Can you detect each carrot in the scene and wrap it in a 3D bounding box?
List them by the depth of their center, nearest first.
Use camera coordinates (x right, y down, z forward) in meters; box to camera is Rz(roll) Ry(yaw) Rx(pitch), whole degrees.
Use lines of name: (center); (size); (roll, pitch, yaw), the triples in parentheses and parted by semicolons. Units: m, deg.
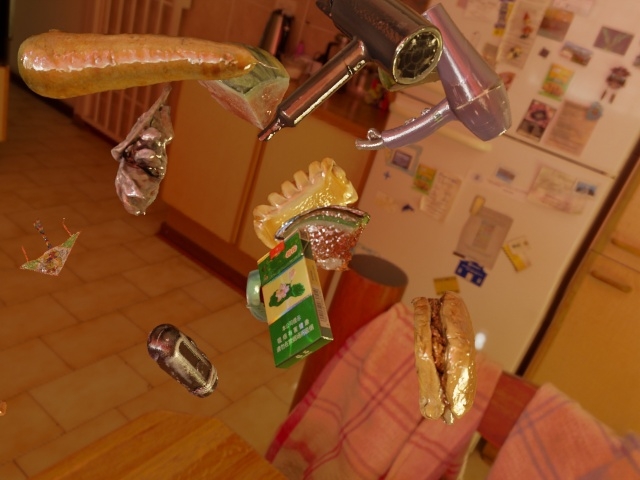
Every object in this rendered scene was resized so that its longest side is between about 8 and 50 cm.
carrot: (-0.193, -0.202, 0.626); (0.298, 0.078, 0.078); (1, 24, 5)

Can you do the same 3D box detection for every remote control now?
remote control: (-0.283, 0.272, 1.205); (0.066, 0.266, 0.090); (10, 57, 28)

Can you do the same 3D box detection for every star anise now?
star anise: (-0.458, -0.215, 1.404); (0.139, 0.316, 0.359); (20, 29, -21)

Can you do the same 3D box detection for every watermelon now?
watermelon: (-0.231, -0.420, 1.497); (0.213, 0.201, 0.262); (31, 36, 21)

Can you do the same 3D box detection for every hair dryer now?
hair dryer: (0.002, -0.227, 0.709); (0.195, 0.248, 0.078); (53, 4, 33)
hair dryer: (0.214, -0.307, 1.234); (0.301, 0.361, 0.121); (56, 32, -10)

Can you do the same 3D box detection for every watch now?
watch: (-0.191, 0.190, 1.932); (0.068, 0.195, 0.237); (-8, -5, -35)

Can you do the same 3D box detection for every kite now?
kite: (-0.748, 0.010, 1.513); (0.198, 0.006, 0.244); (-35, 55, -5)

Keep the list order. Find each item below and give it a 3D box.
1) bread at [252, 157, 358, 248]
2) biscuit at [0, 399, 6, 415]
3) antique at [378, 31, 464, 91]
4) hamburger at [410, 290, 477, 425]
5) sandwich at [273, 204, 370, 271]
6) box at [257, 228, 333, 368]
bread: (-0.057, -0.106, 1.590); (0.173, 0.311, 0.121); (56, -1, -33)
biscuit: (-0.915, 0.393, 1.343); (0.284, 0.306, 0.043); (22, 57, -16)
antique: (0.237, -0.410, 1.271); (0.221, 0.080, 0.081); (-20, -1, -24)
hamburger: (0.286, 0.265, 1.259); (0.145, 0.283, 0.259); (-3, 35, 8)
sandwich: (-0.008, -0.008, 1.297); (0.235, 0.159, 0.079); (6, 5, 22)
box: (-0.054, 0.107, 1.037); (0.034, 0.132, 0.235); (20, 44, -40)
